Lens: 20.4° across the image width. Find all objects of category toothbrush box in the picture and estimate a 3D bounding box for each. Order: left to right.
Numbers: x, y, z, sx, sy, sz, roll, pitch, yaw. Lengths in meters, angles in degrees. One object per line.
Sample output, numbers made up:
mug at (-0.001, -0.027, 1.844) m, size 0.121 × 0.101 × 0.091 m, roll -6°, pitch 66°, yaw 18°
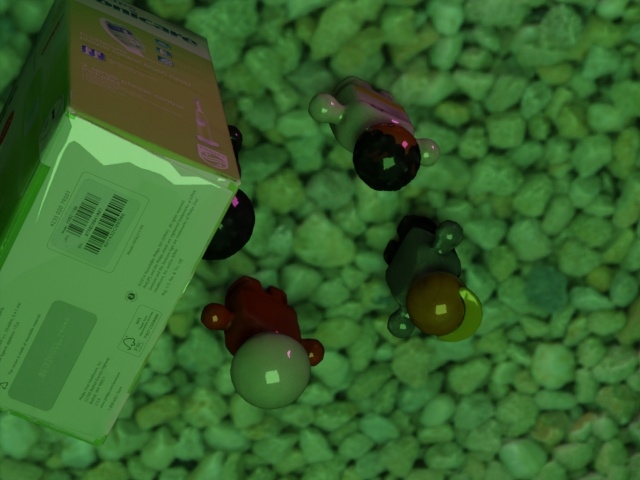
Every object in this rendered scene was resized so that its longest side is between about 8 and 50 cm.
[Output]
toothbrush box at (-0.161, -0.029, 1.202) m, size 0.122 × 0.283 × 0.206 m, roll 24°, pitch 110°, yaw -16°

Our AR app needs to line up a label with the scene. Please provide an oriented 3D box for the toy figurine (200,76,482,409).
toy figurine at (0.000, 0.000, 1.314) m, size 0.209 × 0.148 × 0.213 m, roll -17°, pitch 115°, yaw 0°
